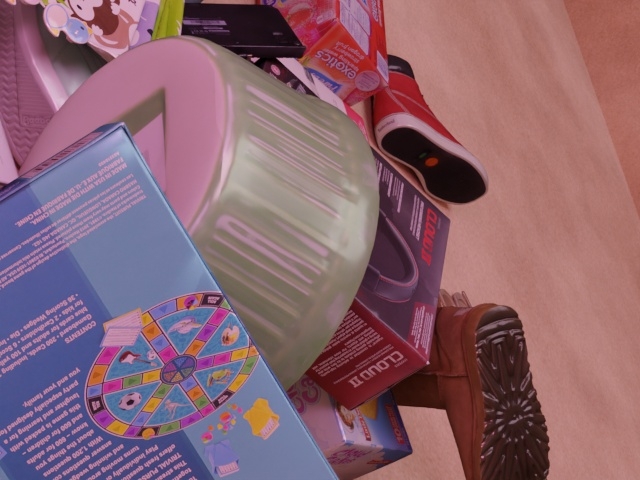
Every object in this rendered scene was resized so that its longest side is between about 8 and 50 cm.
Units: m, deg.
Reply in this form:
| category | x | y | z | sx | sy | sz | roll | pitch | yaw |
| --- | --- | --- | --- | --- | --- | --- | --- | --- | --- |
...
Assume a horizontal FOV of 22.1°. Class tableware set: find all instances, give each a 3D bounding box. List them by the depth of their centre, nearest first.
| category | x | y | z | sx | sy | sz | roll | pitch | yaw |
| --- | --- | --- | --- | --- | --- | --- | --- | --- | --- |
| tableware set | 0.199 | 0.130 | 2.204 | 0.168 | 0.020 | 0.141 | 4 | 62 | -65 |

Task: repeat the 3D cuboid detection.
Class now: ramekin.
| category | x | y | z | sx | sy | sz | roll | pitch | yaw |
| --- | --- | --- | --- | --- | --- | --- | --- | --- | --- |
| ramekin | -0.116 | -0.012 | 1.274 | 0.148 | 0.303 | 0.303 | 34 | 35 | -39 |

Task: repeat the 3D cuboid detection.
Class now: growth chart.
| category | x | y | z | sx | sy | sz | roll | pitch | yaw |
| --- | --- | --- | --- | --- | --- | --- | --- | --- | --- |
| growth chart | -0.201 | -0.222 | 1.389 | 0.237 | 0.021 | 0.172 | 34 | 37 | -36 |

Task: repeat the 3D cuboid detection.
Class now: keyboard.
| category | x | y | z | sx | sy | sz | roll | pitch | yaw |
| --- | --- | --- | --- | --- | --- | --- | --- | --- | --- |
| keyboard | -0.103 | -0.184 | 1.506 | 0.180 | 0.023 | 0.108 | -3 | 40 | -27 |

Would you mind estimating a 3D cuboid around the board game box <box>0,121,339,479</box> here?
| category | x | y | z | sx | sy | sz | roll | pitch | yaw |
| --- | --- | --- | --- | --- | --- | --- | --- | --- | --- |
| board game box | -0.155 | 0.131 | 1.076 | 0.336 | 0.253 | 0.079 | 60 | -14 | -11 |

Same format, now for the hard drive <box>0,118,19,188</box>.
| category | x | y | z | sx | sy | sz | roll | pitch | yaw |
| --- | --- | --- | --- | --- | --- | --- | --- | --- | --- |
| hard drive | -0.347 | -0.182 | 1.262 | 0.203 | 0.040 | 0.308 | 11 | 55 | -60 |

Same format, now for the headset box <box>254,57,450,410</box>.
| category | x | y | z | sx | sy | sz | roll | pitch | yaw |
| --- | --- | --- | --- | --- | --- | --- | --- | --- | --- |
| headset box | 0.000 | 0.000 | 1.543 | 0.293 | 0.110 | 0.218 | 42 | 35 | -21 |

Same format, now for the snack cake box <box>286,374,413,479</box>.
| category | x | y | z | sx | sy | sz | roll | pitch | yaw |
| --- | --- | --- | --- | --- | --- | --- | --- | --- | --- |
| snack cake box | -0.015 | 0.104 | 1.647 | 0.152 | 0.089 | 0.264 | 23 | 45 | -61 |

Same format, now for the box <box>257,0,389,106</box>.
| category | x | y | z | sx | sy | sz | roll | pitch | yaw |
| --- | --- | --- | --- | --- | --- | --- | --- | --- | --- |
| box | 0.001 | -0.285 | 2.082 | 0.128 | 0.122 | 0.257 | 48 | 26 | -35 |

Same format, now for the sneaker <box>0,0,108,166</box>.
| category | x | y | z | sx | sy | sz | roll | pitch | yaw |
| --- | --- | --- | --- | --- | --- | --- | --- | --- | --- |
| sneaker | -0.247 | -0.186 | 1.435 | 0.151 | 0.094 | 0.256 | -32 | 103 | -65 |

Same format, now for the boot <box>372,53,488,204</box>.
| category | x | y | z | sx | sy | sz | roll | pitch | yaw |
| --- | --- | --- | --- | --- | --- | --- | --- | --- | --- |
| boot | 0.153 | -0.167 | 2.355 | 0.244 | 0.088 | 0.176 | 37 | 32 | -43 |

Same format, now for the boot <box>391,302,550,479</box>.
| category | x | y | z | sx | sy | sz | roll | pitch | yaw |
| --- | --- | --- | --- | --- | --- | --- | --- | --- | --- |
| boot | 0.115 | 0.164 | 1.693 | 0.089 | 0.269 | 0.236 | -5 | 93 | -33 |

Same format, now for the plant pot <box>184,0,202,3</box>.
| category | x | y | z | sx | sy | sz | roll | pitch | yaw |
| --- | --- | --- | --- | --- | --- | --- | --- | --- | --- |
| plant pot | -0.163 | -0.394 | 1.732 | 0.290 | 0.195 | 0.290 | 48 | 26 | -33 |

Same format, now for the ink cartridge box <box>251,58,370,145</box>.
| category | x | y | z | sx | sy | sz | roll | pitch | yaw |
| --- | --- | --- | --- | --- | --- | --- | --- | --- | --- |
| ink cartridge box | -0.031 | -0.099 | 1.825 | 0.237 | 0.100 | 0.172 | 35 | 35 | -53 |
